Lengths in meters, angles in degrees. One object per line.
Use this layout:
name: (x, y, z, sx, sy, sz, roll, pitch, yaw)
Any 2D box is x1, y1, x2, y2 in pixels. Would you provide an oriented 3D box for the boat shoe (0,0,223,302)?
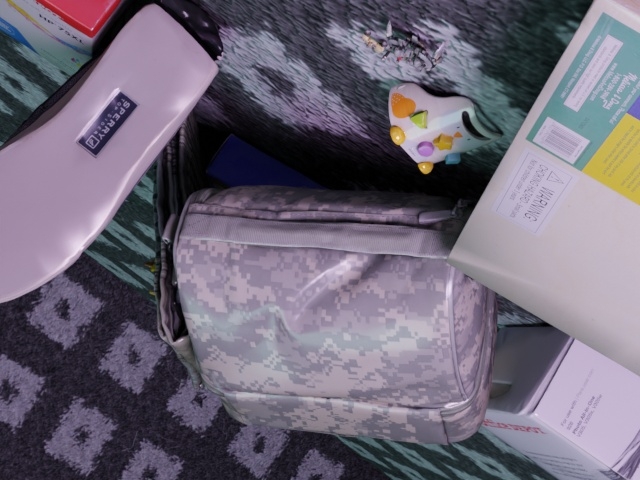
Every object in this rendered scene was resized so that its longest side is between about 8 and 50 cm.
boat shoe: (-0.223, -0.076, 1.104, 0.127, 0.340, 0.158, 45, 175, -6)

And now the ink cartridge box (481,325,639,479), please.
ink cartridge box: (0.328, 0.221, 1.333, 0.289, 0.121, 0.211, 35, 166, -11)

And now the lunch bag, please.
lunch bag: (0.024, 0.055, 1.133, 0.305, 0.212, 0.256, 5, 153, 17)

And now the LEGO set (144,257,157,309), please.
LEGO set: (-0.109, 0.112, 1.655, 0.331, 0.192, 0.255, 24, 167, -24)

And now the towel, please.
towel: (-0.160, 0.000, 1.338, 0.056, 0.312, 0.324, -3, 163, -1)

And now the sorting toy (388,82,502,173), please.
sorting toy: (0.103, -0.091, 0.941, 0.075, 0.045, 0.083, -10, 140, 42)

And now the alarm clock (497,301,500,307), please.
alarm clock: (0.104, 0.110, 1.341, 0.064, 0.192, 0.129, 62, 148, 20)

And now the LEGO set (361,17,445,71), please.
LEGO set: (0.061, -0.139, 0.875, 0.054, 0.023, 0.083, 36, 166, -16)

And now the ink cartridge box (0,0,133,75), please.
ink cartridge box: (-0.249, -0.240, 1.098, 0.134, 0.078, 0.231, 33, 166, -4)

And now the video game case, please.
video game case: (0.000, 0.000, 1.418, 0.269, 0.061, 0.244, 30, 166, 10)

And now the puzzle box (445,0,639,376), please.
puzzle box: (0.248, -0.005, 0.772, 0.272, 0.052, 0.409, 32, 159, 6)
